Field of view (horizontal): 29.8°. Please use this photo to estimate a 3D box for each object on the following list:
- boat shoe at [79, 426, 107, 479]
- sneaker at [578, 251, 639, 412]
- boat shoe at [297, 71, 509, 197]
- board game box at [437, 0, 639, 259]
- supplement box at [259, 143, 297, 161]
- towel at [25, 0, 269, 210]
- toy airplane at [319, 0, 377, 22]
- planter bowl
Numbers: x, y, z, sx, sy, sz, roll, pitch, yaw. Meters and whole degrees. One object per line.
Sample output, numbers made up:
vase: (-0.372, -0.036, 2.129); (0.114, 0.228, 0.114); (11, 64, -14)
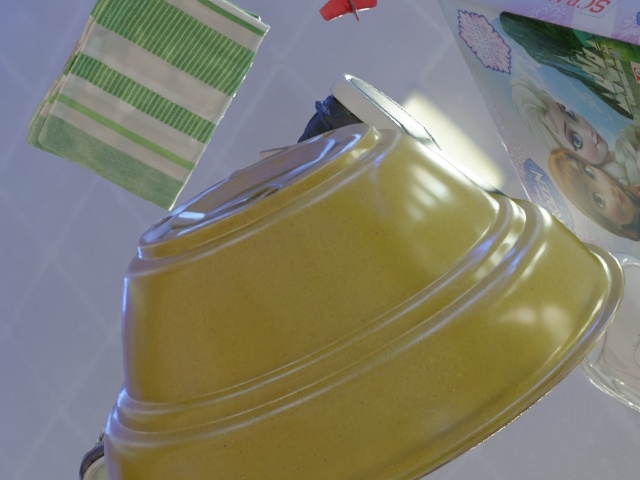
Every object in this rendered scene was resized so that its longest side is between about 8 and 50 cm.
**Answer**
boat shoe: (-0.230, 0.240, 1.315); (0.075, 0.206, 0.065); (-35, -105, -5)
sneaker: (0.255, 0.098, 0.786); (0.232, 0.090, 0.115); (50, -16, -14)
boat shoe: (0.102, -0.025, 1.055); (0.302, 0.114, 0.091); (46, -70, 27)
board game box: (0.271, -0.082, 1.046); (0.318, 0.066, 0.319); (31, -22, 53)
supplement box: (0.000, 0.000, 1.453); (0.073, 0.130, 0.240); (-8, -85, 20)
towel: (-0.250, -0.231, 1.754); (0.325, 0.247, 0.038); (-59, -160, 13)
toy airplane: (0.020, -0.311, 1.340); (0.028, 0.151, 0.151); (154, -80, -79)
planter bowl: (-0.006, 0.016, 0.453); (0.217, 0.217, 0.090); (-19, -76, 36)
